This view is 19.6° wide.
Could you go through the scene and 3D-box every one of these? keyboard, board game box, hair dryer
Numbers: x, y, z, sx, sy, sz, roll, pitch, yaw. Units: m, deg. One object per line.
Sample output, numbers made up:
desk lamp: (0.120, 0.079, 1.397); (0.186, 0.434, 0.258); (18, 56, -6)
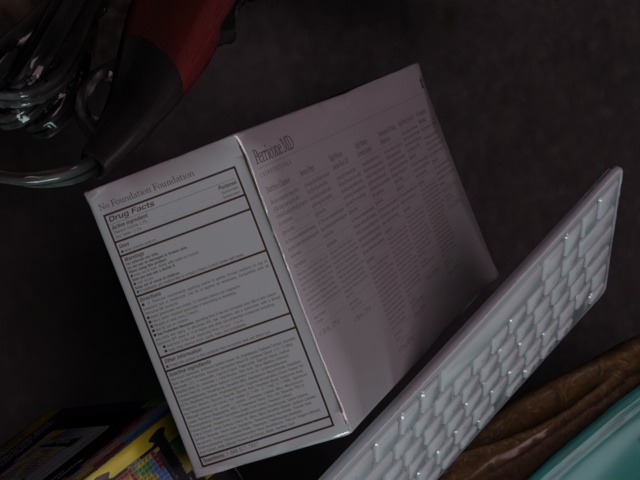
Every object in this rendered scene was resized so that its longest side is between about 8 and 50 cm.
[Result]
keyboard: (0.029, 0.072, 0.628); (0.014, 0.072, 0.256); (33, 58, 20)
board game box: (-0.122, 0.122, 0.626); (0.170, 0.141, 0.048); (-37, 99, -25)
hair dryer: (-0.037, -0.103, 0.692); (0.293, 0.080, 0.223); (-11, 57, -17)

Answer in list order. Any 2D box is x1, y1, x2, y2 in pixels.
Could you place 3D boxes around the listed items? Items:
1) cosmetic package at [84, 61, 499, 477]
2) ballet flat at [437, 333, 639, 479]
cosmetic package: (0.000, 0.000, 0.669); (0.239, 0.060, 0.099); (-31, 103, -71)
ballet flat: (0.037, 0.136, 0.714); (0.342, 0.124, 0.116); (-32, 93, -26)
